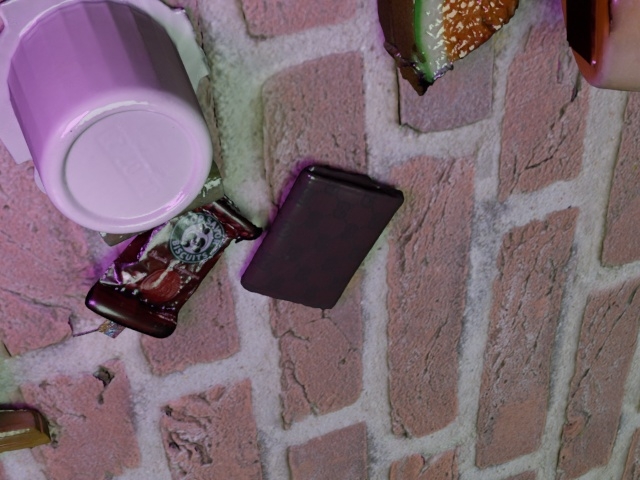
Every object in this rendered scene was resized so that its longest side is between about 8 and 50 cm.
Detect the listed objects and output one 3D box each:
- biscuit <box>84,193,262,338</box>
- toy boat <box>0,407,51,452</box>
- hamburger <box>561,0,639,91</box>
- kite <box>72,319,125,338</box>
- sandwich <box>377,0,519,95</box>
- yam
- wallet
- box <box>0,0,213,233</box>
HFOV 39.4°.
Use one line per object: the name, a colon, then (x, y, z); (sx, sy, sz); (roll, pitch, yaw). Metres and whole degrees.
biscuit: (-0.199, 0.023, 1.229); (0.235, 0.063, 0.151); (-49, 131, 6)
toy boat: (-0.508, 0.291, 1.297); (0.225, 0.068, 0.088); (-1, 131, -29)
hamburger: (0.399, -0.323, 1.093); (0.170, 0.302, 0.302); (-7, 131, 4)
kite: (-0.316, 0.133, 1.302); (0.078, 0.002, 0.044); (-29, 133, -4)
sandwich: (0.166, -0.350, 1.085); (0.212, 0.109, 0.292); (-26, 136, -14)
yam: (-0.207, -0.054, 1.139); (0.169, 0.068, 0.068); (-24, 133, -14)
wallet: (0.000, 0.000, 1.320); (0.181, 0.049, 0.229); (13, 121, -33)
box: (-0.246, -0.117, 0.998); (0.262, 0.206, 0.291); (15, 119, -35)
